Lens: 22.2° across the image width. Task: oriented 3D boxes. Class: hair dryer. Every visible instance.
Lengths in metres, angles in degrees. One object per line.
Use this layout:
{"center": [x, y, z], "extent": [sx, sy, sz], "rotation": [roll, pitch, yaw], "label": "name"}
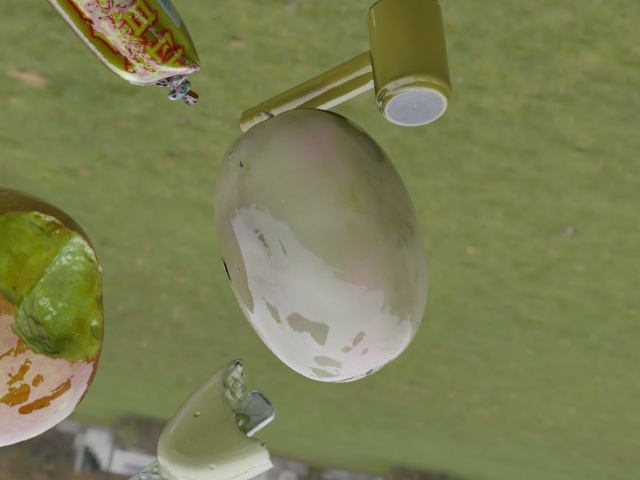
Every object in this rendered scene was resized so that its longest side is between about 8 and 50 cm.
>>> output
{"center": [0.025, -0.172, 1.908], "extent": [0.278, 0.135, 0.090], "rotation": [-23, 146, 27], "label": "hair dryer"}

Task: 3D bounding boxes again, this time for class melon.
{"center": [0.000, 0.000, 1.820], "extent": [0.223, 0.317, 0.223], "rotation": [-21, 169, -4], "label": "melon"}

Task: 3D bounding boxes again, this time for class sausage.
{"center": [-0.244, -0.270, 1.927], "extent": [0.125, 0.117, 0.317], "rotation": [-20, 130, 21], "label": "sausage"}

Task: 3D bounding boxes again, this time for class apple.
{"center": [-0.436, 0.098, 2.008], "extent": [0.339, 0.340, 0.339], "rotation": [10, 171, 2], "label": "apple"}

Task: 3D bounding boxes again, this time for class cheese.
{"center": [-0.143, 0.224, 1.641], "extent": [0.127, 0.235, 0.050], "rotation": [46, 162, 36], "label": "cheese"}
